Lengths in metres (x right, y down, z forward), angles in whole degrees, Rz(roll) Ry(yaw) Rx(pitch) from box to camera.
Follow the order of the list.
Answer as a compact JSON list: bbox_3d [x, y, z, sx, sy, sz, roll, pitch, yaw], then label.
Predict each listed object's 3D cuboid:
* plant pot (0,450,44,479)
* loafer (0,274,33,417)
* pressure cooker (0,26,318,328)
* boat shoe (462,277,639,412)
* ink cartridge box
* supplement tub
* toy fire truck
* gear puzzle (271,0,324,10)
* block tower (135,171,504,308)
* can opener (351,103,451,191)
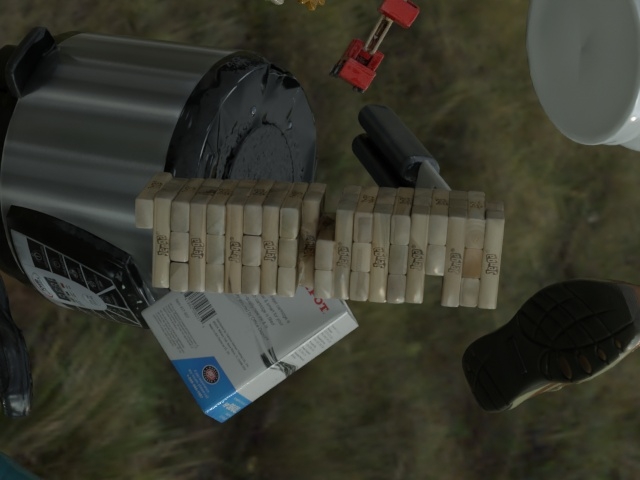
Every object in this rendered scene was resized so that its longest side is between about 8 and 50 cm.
[{"bbox_3d":[-0.327,0.392,1.623,0.255,0.272,0.272,29,44,-2],"label":"plant pot"},{"bbox_3d":[-0.356,0.108,1.570,0.223,0.078,0.076,-123,-151,-44],"label":"loafer"},{"bbox_3d":[-0.255,-0.087,1.968,0.375,0.420,0.370,-13,112,-63],"label":"pressure cooker"},{"bbox_3d":[0.304,0.120,1.835,0.120,0.324,0.122,-10,77,-33],"label":"boat shoe"},{"bbox_3d":[-0.080,0.091,1.727,0.148,0.203,0.086,56,0,21],"label":"ink cartridge box"},{"bbox_3d":[0.247,-0.133,0.949,0.199,0.144,0.144,-9,83,-24],"label":"supplement tub"},{"bbox_3d":[0.070,-0.266,1.996,0.047,0.135,0.192,31,4,-7],"label":"toy fire truck"},{"bbox_3d":[-0.085,-0.393,1.835,0.339,0.044,0.175,31,65,-51],"label":"gear puzzle"},{"bbox_3d":[0.000,0.000,1.400,0.091,0.335,0.097,-71,165,-71],"label":"block tower"},{"bbox_3d":[0.078,-0.068,1.636,0.095,0.076,0.283,2,28,-21],"label":"can opener"}]
